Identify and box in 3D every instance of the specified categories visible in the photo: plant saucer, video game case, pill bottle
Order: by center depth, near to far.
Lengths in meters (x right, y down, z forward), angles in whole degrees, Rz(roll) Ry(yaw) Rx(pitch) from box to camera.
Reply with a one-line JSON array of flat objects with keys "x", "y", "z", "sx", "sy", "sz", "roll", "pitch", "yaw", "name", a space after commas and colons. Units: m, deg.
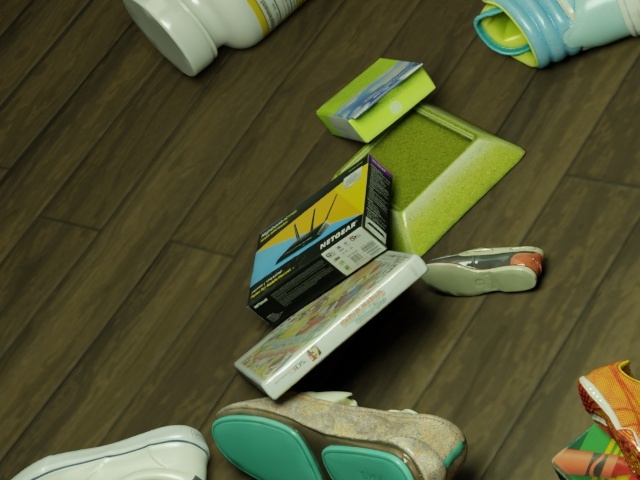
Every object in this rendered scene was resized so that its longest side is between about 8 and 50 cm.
[{"x": 0.006, "y": 0.083, "z": 1.938, "sx": 0.206, "sy": 0.026, "sz": 0.227, "roll": -40, "pitch": 8, "yaw": -7, "name": "video game case"}, {"x": 0.107, "y": -0.083, "z": 2.110, "sx": 0.188, "sy": 0.045, "sz": 0.188, "roll": -44, "pitch": 40, "yaw": -12, "name": "plant saucer"}, {"x": -0.093, "y": -0.378, "z": 2.435, "sx": 0.334, "sy": 0.188, "sz": 0.188, "roll": -42, "pitch": 40, "yaw": -10, "name": "pill bottle"}]

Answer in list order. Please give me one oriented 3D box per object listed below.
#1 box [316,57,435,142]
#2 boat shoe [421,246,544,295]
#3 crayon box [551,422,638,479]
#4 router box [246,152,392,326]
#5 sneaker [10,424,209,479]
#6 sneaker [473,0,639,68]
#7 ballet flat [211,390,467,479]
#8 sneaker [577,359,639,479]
[{"x": 0.066, "y": -0.167, "z": 2.173, "sx": 0.109, "sy": 0.042, "sz": 0.178, "roll": -40, "pitch": 15, "yaw": -7, "name": "box"}, {"x": 0.172, "y": 0.028, "z": 1.951, "sx": 0.137, "sy": 0.049, "sz": 0.043, "roll": -3, "pitch": 45, "yaw": 30, "name": "boat shoe"}, {"x": 0.390, "y": 0.170, "z": 1.630, "sx": 0.318, "sy": 0.081, "sz": 0.202, "roll": -39, "pitch": 39, "yaw": -6, "name": "crayon box"}, {"x": 0.000, "y": 0.000, "z": 2.044, "sx": 0.179, "sy": 0.046, "sz": 0.133, "roll": -35, "pitch": 28, "yaw": 29, "name": "router box"}, {"x": -0.239, "y": 0.275, "z": 1.947, "sx": 0.258, "sy": 0.094, "sz": 0.091, "roll": -23, "pitch": 36, "yaw": 12, "name": "sneaker"}, {"x": 0.268, "y": -0.332, "z": 2.190, "sx": 0.208, "sy": 0.127, "sz": 0.319, "roll": -23, "pitch": 40, "yaw": 11, "name": "sneaker"}, {"x": 0.025, "y": 0.203, "z": 1.840, "sx": 0.316, "sy": 0.107, "sz": 0.106, "roll": 9, "pitch": 35, "yaw": 46, "name": "ballet flat"}, {"x": 0.285, "y": 0.161, "z": 1.600, "sx": 0.067, "sy": 0.064, "sz": 0.175, "roll": -25, "pitch": 41, "yaw": -4, "name": "sneaker"}]
